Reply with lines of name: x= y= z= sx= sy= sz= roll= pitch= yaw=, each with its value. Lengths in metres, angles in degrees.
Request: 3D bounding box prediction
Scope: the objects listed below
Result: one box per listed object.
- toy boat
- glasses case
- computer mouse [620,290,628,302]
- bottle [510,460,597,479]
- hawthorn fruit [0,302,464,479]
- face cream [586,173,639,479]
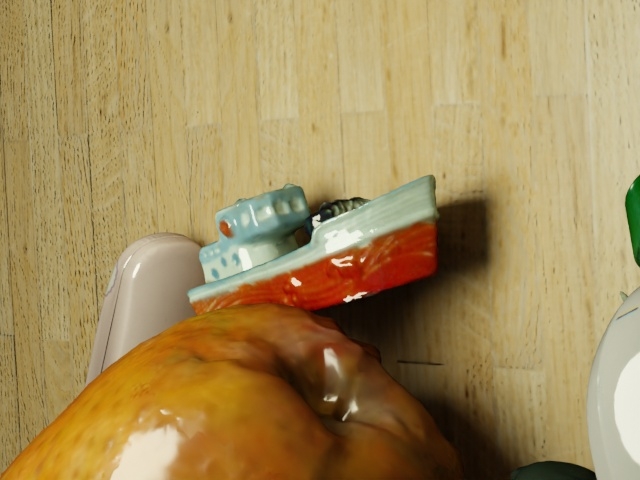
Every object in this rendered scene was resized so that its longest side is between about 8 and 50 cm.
toy boat: x=0.000 y=0.000 z=1.625 sx=0.332 sy=0.145 sz=0.133 roll=-19 pitch=87 yaw=49
glasses case: x=-0.198 y=0.131 z=1.872 sx=0.075 sy=0.113 sz=0.297 roll=34 pitch=117 yaw=41
computer mouse: x=0.306 y=0.106 z=1.380 sx=0.089 sy=0.056 sz=0.182 roll=-57 pitch=48 yaw=27
bottle: x=0.193 y=0.329 z=1.458 sx=0.156 sy=0.143 sz=0.271 roll=17 pitch=105 yaw=44
hawthorn fruit: x=-0.070 y=0.281 z=1.527 sx=0.471 sy=0.471 sz=0.472 roll=6 pitch=98 yaw=46
face cream: x=0.344 y=0.115 z=1.176 sx=0.219 sy=0.312 sz=0.357 roll=95 pitch=170 yaw=-68
